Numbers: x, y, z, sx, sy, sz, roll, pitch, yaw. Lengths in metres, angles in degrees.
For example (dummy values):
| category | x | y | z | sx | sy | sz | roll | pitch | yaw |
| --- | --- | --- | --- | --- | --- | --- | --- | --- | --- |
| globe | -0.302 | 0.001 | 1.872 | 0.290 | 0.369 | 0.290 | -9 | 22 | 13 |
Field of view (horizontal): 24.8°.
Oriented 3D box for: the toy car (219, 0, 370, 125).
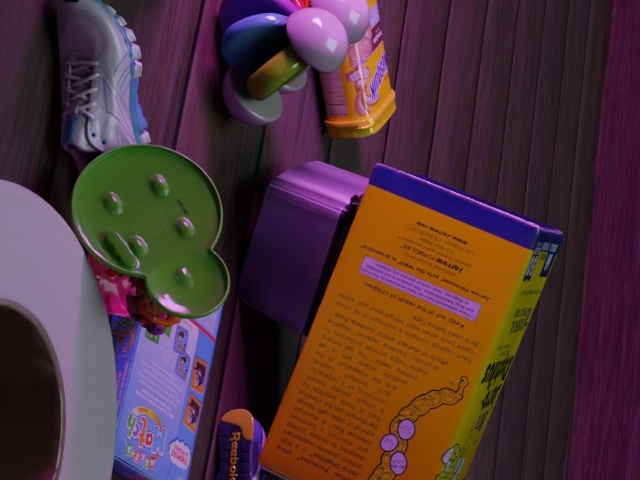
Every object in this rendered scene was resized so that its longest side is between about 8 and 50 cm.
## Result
| category | x | y | z | sx | sy | sz | roll | pitch | yaw |
| --- | --- | --- | --- | --- | --- | --- | --- | --- | --- |
| toy car | -0.046 | -0.226 | 1.585 | 0.136 | 0.159 | 0.182 | 47 | 36 | -11 |

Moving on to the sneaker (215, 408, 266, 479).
| category | x | y | z | sx | sy | sz | roll | pitch | yaw |
| --- | --- | --- | --- | --- | --- | --- | --- | --- | --- |
| sneaker | -0.086 | 0.260 | 1.596 | 0.059 | 0.053 | 0.144 | 46 | 50 | -64 |

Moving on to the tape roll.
| category | x | y | z | sx | sy | sz | roll | pitch | yaw |
| --- | --- | --- | --- | --- | --- | --- | --- | --- | --- |
| tape roll | -0.275 | 0.146 | 1.090 | 0.392 | 0.072 | 0.392 | 0 | 90 | -69 |

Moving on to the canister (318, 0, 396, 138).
| category | x | y | z | sx | sy | sz | roll | pitch | yaw |
| --- | --- | --- | --- | --- | --- | --- | --- | --- | --- |
| canister | 0.040 | -0.231 | 1.864 | 0.126 | 0.073 | 0.170 | -53 | 137 | -57 |

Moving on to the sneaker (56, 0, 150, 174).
| category | x | y | z | sx | sy | sz | roll | pitch | yaw |
| --- | --- | --- | --- | --- | --- | --- | --- | --- | --- |
| sneaker | -0.199 | -0.120 | 1.277 | 0.083 | 0.071 | 0.190 | -49 | 136 | -50 |

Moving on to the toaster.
| category | x | y | z | sx | sy | sz | roll | pitch | yaw |
| --- | --- | --- | --- | --- | --- | --- | --- | --- | --- |
| toaster | 0.000 | 0.000 | 1.674 | 0.168 | 0.110 | 0.185 | -31 | 141 | -66 |

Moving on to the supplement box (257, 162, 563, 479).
| category | x | y | z | sx | sy | sz | roll | pitch | yaw |
| --- | --- | --- | --- | --- | --- | --- | --- | --- | --- |
| supplement box | 0.106 | 0.117 | 1.617 | 0.356 | 0.195 | 0.194 | -69 | 164 | 5 |

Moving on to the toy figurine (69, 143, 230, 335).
| category | x | y | z | sx | sy | sz | roll | pitch | yaw |
| --- | --- | --- | --- | --- | --- | --- | --- | --- | --- |
| toy figurine | -0.152 | 0.027 | 1.289 | 0.130 | 0.173 | 0.159 | -25 | 160 | -25 |

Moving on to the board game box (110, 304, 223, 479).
| category | x | y | z | sx | sy | sz | roll | pitch | yaw |
| --- | --- | --- | --- | --- | --- | --- | --- | --- | --- |
| board game box | -0.159 | 0.128 | 1.422 | 0.160 | 0.039 | 0.211 | 50 | 45 | -58 |
